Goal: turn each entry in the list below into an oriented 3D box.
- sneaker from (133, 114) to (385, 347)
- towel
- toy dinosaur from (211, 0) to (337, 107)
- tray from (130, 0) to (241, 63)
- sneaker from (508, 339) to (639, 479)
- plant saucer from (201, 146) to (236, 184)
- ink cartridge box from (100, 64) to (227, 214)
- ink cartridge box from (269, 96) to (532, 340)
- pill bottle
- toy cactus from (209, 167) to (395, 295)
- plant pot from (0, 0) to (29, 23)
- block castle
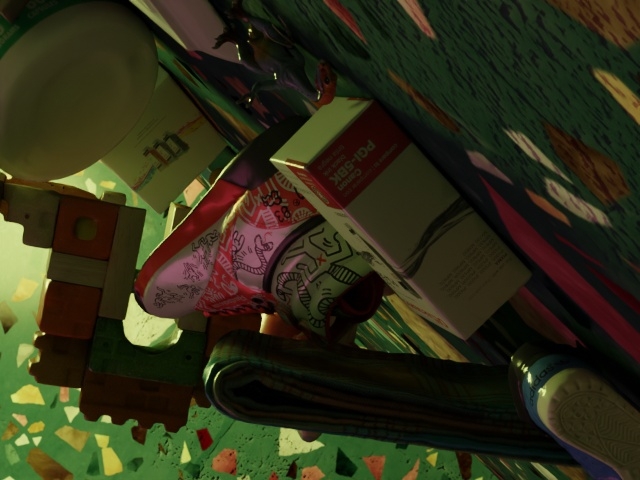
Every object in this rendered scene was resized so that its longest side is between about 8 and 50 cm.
[{"bbox_3d":[-0.045,0.034,1.059,0.145,0.090,0.270,53,138,8],"label":"sneaker"},{"bbox_3d":[0.051,0.105,1.022,0.271,0.040,0.370,9,-179,-3],"label":"towel"},{"bbox_3d":[-0.019,-0.106,0.778,0.082,0.047,0.090,35,-152,10],"label":"toy dinosaur"},{"bbox_3d":[-0.163,-0.220,0.983,0.270,0.030,0.145,42,176,33],"label":"tray"},{"bbox_3d":[0.170,0.113,0.819,0.152,0.058,0.084,39,-174,-25],"label":"sneaker"},{"bbox_3d":[-0.088,-0.050,1.870,0.317,0.044,0.317,45,177,3],"label":"plant saucer"},{"bbox_3d":[-0.222,-0.143,1.654,0.128,0.127,0.176,42,175,31],"label":"ink cartridge box"},{"bbox_3d":[0.044,-0.014,0.783,0.135,0.056,0.099,46,175,-13],"label":"ink cartridge box"},{"bbox_3d":[-0.348,-0.239,1.414,0.361,0.204,0.204,42,175,28],"label":"pill bottle"},{"bbox_3d":[0.000,0.000,1.188,0.180,0.112,0.219,35,171,-31],"label":"toy cactus"},{"bbox_3d":[-0.279,-0.267,1.205,0.109,0.096,0.109,46,175,-7],"label":"plant pot"},{"bbox_3d":[-0.187,0.066,1.441,0.453,0.213,0.303,11,-177,-13],"label":"block castle"}]
